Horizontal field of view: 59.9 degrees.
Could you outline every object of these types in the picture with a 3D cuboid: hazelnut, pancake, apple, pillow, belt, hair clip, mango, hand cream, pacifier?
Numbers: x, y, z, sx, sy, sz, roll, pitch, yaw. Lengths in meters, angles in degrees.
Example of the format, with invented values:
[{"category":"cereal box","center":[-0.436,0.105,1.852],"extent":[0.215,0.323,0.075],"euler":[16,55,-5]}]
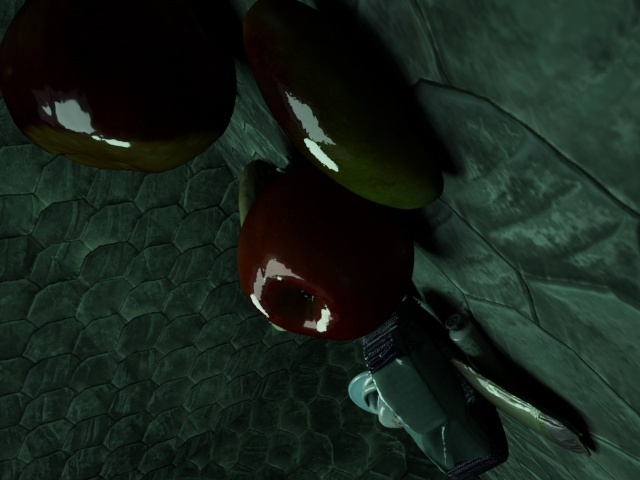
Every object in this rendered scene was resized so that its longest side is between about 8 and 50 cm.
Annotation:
[{"category":"hazelnut","center":[-0.334,-0.296,0.979],"extent":[0.429,0.402,0.402],"euler":[-8,123,55]},{"category":"pancake","center":[-0.096,0.015,1.223],"extent":[0.382,0.071,0.382],"euler":[-7,-90,-79]},{"category":"apple","center":[0.007,0.022,0.808],"extent":[0.260,0.216,0.260],"euler":[13,134,14]},{"category":"pillow","center":[0.297,0.249,0.850],"extent":[0.232,0.038,0.130],"euler":[26,166,49]},{"category":"belt","center":[0.204,0.263,0.996],"extent":[0.325,0.122,0.260],"euler":[59,-158,14]},{"category":"hair clip","center":[-0.056,-0.142,1.301],"extent":[0.115,0.039,0.030],"euler":[48,176,11]},{"category":"mango","center":[0.018,-0.130,0.554],"extent":[0.267,0.111,0.133],"euler":[47,162,-6]},{"category":"hand cream","center":[0.267,0.193,0.899],"extent":[0.194,0.042,0.067],"euler":[49,166,-20]},{"category":"pacifier","center":[0.212,0.304,1.276],"extent":[0.233,0.299,0.244],"euler":[-78,-27,-47]}]

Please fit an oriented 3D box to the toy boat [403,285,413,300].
[{"category":"toy boat","center":[0.150,0.095,1.109],"extent":[0.137,0.060,0.061],"euler":[55,-162,-37]}]
